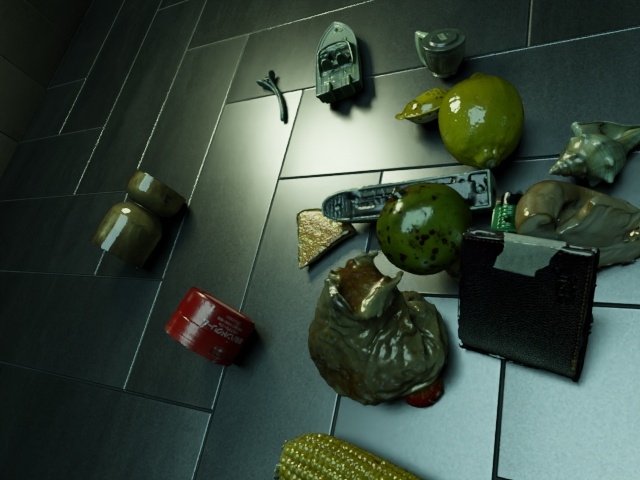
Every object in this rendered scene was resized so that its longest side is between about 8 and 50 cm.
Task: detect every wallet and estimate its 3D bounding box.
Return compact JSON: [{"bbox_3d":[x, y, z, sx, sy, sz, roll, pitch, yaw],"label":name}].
[{"bbox_3d":[0.355,0.114,0.864,0.221,0.262,0.071,14,32,36],"label":"wallet"}]

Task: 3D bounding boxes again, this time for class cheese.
[{"bbox_3d":[0.307,-0.354,1.228,0.250,0.064,0.156,-25,20,6],"label":"cheese"}]

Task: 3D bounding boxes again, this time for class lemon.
[{"bbox_3d":[0.357,-0.259,1.091,0.184,0.184,0.248,-10,64,26],"label":"lemon"}]

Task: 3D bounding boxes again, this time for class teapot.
[{"bbox_3d":[0.306,-0.484,1.282,0.149,0.108,0.111,14,54,27],"label":"teapot"}]

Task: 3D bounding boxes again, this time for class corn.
[{"bbox_3d":[0.091,0.460,0.891,0.387,0.144,0.144,8,69,30],"label":"corn"}]

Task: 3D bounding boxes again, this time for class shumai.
[{"bbox_3d":[0.060,0.161,0.970,0.314,0.262,0.267,-13,45,36],"label":"shumai"}]

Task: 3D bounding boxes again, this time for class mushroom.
[{"bbox_3d":[0.462,-0.049,0.896,0.156,0.286,0.151,116,156,-43],"label":"mushroom"}]

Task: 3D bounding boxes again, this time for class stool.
[{"bbox_3d":[-0.571,-0.065,1.536,0.179,0.179,0.264,24,79,37],"label":"stool"}]

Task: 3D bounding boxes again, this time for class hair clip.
[{"bbox_3d":[-0.146,-0.469,1.590,0.070,0.039,0.229,-33,54,10],"label":"hair clip"}]

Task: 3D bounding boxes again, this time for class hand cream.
[{"bbox_3d":[-0.269,0.210,1.202,0.193,0.193,0.125,24,80,37],"label":"hand cream"}]

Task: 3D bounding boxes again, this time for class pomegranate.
[{"bbox_3d":[0.234,-0.019,0.996,0.198,0.246,0.198,-168,90,-74],"label":"pomegranate"}]

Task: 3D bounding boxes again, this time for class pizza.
[{"bbox_3d":[0.000,0.000,1.253,0.185,0.036,0.176,6,70,31],"label":"pizza"}]

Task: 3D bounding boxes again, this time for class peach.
[{"bbox_3d":[0.198,0.290,0.974,0.083,0.050,0.077,-28,53,20],"label":"peach"}]

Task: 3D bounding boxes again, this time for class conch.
[{"bbox_3d":[0.550,-0.177,0.987,0.234,0.114,0.137,-30,56,-31],"label":"conch"}]

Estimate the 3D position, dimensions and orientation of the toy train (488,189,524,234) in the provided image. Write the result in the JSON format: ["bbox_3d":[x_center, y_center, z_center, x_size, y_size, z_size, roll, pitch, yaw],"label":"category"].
[{"bbox_3d":[0.378,-0.009,0.970,0.091,0.136,0.227,4,69,32],"label":"toy train"}]

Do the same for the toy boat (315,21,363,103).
[{"bbox_3d":[0.050,-0.553,1.483,0.141,0.092,0.319,-14,58,22],"label":"toy boat"}]

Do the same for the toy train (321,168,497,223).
[{"bbox_3d":[0.197,-0.092,1.148,0.407,0.088,0.086,-4,83,29],"label":"toy train"}]
